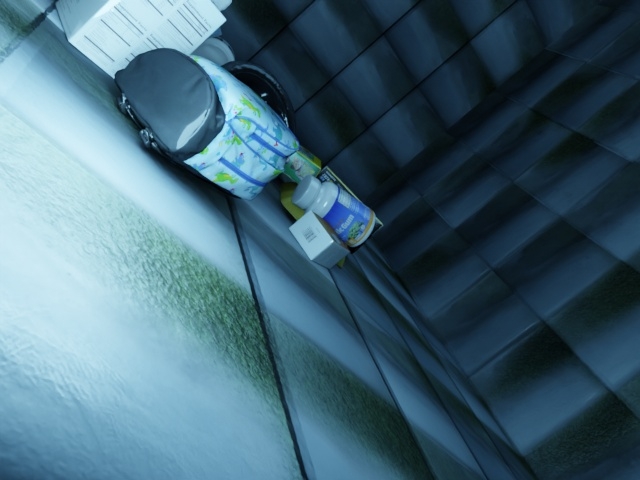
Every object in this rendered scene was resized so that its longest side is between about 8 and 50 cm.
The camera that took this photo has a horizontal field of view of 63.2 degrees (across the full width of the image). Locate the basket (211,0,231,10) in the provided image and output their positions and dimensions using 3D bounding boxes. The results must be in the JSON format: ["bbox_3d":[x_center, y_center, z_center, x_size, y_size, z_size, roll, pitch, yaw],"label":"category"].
[{"bbox_3d":[-0.448,-0.686,1.316,0.331,0.266,0.328,42,12,-43],"label":"basket"}]

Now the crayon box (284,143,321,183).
[{"bbox_3d":[-0.169,-0.358,1.999,0.363,0.106,0.313,35,12,-8],"label":"crayon box"}]

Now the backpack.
[{"bbox_3d":[-0.208,-0.229,1.101,0.290,0.273,0.355,48,-6,32],"label":"backpack"}]

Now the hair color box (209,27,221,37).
[{"bbox_3d":[-0.455,-0.725,1.742,0.374,0.185,0.114,-131,-154,-63],"label":"hair color box"}]

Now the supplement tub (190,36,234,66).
[{"bbox_3d":[-0.433,-0.705,2.049,0.191,0.191,0.272,47,9,-23],"label":"supplement tub"}]

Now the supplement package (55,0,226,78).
[{"bbox_3d":[-0.388,-0.495,1.122,0.198,0.262,0.199,40,13,-52],"label":"supplement package"}]

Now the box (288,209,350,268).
[{"bbox_3d":[0.000,0.000,1.607,0.130,0.091,0.170,54,9,22],"label":"box"}]

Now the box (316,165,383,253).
[{"bbox_3d":[0.080,-0.114,2.104,0.322,0.079,0.257,46,-25,4],"label":"box"}]

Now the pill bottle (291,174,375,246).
[{"bbox_3d":[0.041,-0.103,1.760,0.272,0.152,0.152,31,16,-24],"label":"pill bottle"}]

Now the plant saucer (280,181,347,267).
[{"bbox_3d":[-0.013,-0.085,1.953,0.333,0.081,0.333,49,8,-16],"label":"plant saucer"}]

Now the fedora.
[{"bbox_3d":[-0.235,-0.356,1.557,0.334,0.334,0.152,46,-23,-30],"label":"fedora"}]
